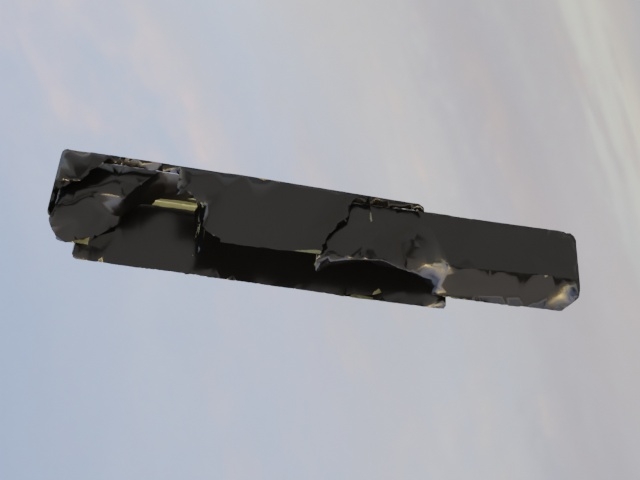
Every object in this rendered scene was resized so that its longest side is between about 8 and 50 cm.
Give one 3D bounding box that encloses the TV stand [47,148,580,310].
[{"bbox_3d":[0.000,0.000,0.476,0.042,0.249,0.036,108,168,-56],"label":"TV stand"}]
